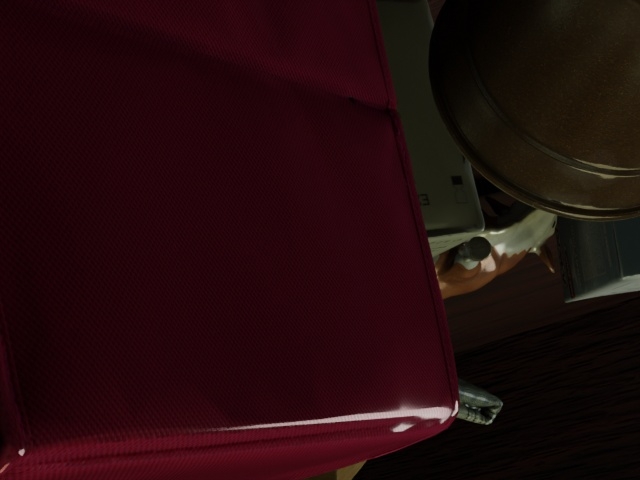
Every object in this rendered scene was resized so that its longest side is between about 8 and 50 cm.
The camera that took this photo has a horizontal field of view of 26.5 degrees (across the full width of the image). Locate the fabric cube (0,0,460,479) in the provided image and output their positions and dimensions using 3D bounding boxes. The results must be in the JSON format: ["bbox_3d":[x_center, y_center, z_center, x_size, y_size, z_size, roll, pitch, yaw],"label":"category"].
[{"bbox_3d":[-0.134,-0.024,0.480,0.254,0.259,0.258,-18,168,26],"label":"fabric cube"}]

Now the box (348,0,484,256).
[{"bbox_3d":[-0.032,-0.037,0.821,0.127,0.148,0.232,-6,166,-33],"label":"box"}]

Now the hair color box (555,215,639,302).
[{"bbox_3d":[0.357,-0.012,1.392,0.185,0.113,0.374,-8,174,2],"label":"hair color box"}]

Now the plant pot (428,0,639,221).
[{"bbox_3d":[0.152,-0.116,0.654,0.167,0.167,0.165,-11,161,-14],"label":"plant pot"}]

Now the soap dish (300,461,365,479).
[{"bbox_3d":[-0.067,0.173,1.351,0.229,0.118,0.291,14,-178,9],"label":"soap dish"}]

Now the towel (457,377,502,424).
[{"bbox_3d":[-0.047,0.099,1.226,0.324,0.056,0.312,16,-178,-36],"label":"towel"}]

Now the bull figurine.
[{"bbox_3d":[0.095,0.009,1.330,0.310,0.101,0.188,-16,166,10],"label":"bull figurine"}]
